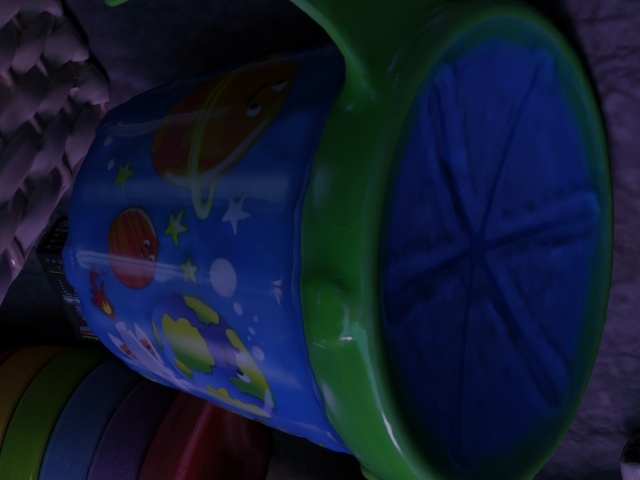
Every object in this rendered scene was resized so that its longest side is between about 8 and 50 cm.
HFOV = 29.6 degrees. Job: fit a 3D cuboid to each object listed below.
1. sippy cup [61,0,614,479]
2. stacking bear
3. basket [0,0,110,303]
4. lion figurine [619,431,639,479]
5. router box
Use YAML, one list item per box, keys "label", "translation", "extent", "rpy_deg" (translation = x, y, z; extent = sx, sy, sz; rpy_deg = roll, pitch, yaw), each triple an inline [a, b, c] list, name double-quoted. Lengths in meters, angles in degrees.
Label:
- label: "sippy cup"
  translation: [0.000, 0.000, 0.617]
  extent: [0.224, 0.240, 0.306]
  rpy_deg: [3, 98, 38]
- label: "stacking bear"
  translation: [-0.205, 0.144, 0.915]
  extent: [0.289, 0.164, 0.175]
  rpy_deg: [14, 139, 18]
- label: "basket"
  translation: [-0.323, -0.075, 0.594]
  extent: [0.266, 0.331, 0.328]
  rpy_deg: [-1, 135, 23]
- label: "lion figurine"
  translation: [0.193, 0.287, 0.820]
  extent: [0.392, 0.142, 0.240]
  rpy_deg: [-27, 116, 17]
- label: "router box"
  translation: [-0.124, 0.033, 0.837]
  extent: [0.122, 0.038, 0.092]
  rpy_deg: [6, 136, 21]
